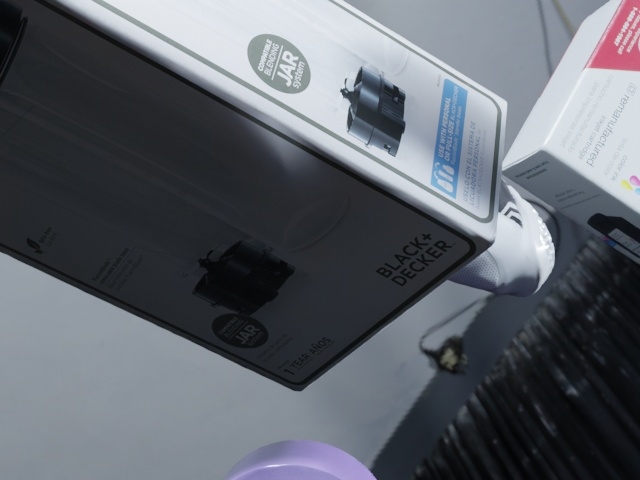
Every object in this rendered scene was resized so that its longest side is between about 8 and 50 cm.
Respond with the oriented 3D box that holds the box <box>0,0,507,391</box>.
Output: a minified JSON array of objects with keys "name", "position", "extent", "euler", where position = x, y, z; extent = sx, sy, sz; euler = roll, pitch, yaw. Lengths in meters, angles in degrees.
[{"name":"box","position":[-0.084,-0.056,0.428],"extent":[0.290,0.087,0.169],"euler":[27,139,-16]}]

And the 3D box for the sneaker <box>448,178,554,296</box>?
[{"name":"sneaker","position":[0.000,0.000,0.828],"extent":[0.366,0.210,0.137],"euler":[28,154,6]}]

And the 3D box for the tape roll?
[{"name":"tape roll","position":[-0.023,0.294,0.951],"extent":[0.189,0.080,0.189],"euler":[1,96,6]}]

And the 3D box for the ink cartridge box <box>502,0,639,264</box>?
[{"name":"ink cartridge box","position":[0.225,-0.055,0.625],"extent":[0.175,0.072,0.127],"euler":[32,77,-6]}]
